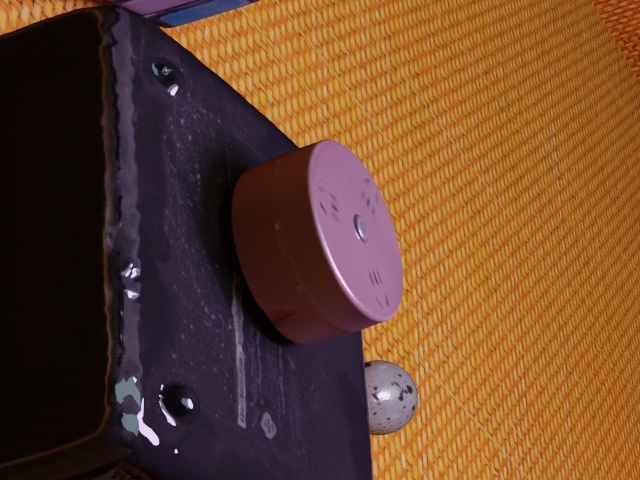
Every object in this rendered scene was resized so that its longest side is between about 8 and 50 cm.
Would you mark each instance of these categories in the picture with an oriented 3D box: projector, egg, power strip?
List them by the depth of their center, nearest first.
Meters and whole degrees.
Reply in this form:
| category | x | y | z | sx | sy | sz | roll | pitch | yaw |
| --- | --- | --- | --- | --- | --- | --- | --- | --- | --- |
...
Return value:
| category | x | y | z | sx | sy | sz | roll | pitch | yaw |
| --- | --- | --- | --- | --- | --- | --- | --- | --- | --- |
| power strip | 0.000 | 0.000 | 1.484 | 0.154 | 0.078 | 0.154 | 44 | 35 | -44 |
| projector | -0.138 | 0.071 | 1.525 | 0.405 | 0.242 | 0.395 | 40 | 41 | -52 |
| egg | 0.061 | 0.177 | 2.122 | 0.110 | 0.085 | 0.085 | -7 | 81 | -52 |

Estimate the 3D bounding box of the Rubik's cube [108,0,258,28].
| category | x | y | z | sx | sy | sz | roll | pitch | yaw |
| --- | --- | --- | --- | --- | --- | --- | --- | --- | --- |
| Rubik's cube | -0.079 | -0.426 | 1.807 | 0.363 | 0.358 | 0.362 | -25 | 98 | -83 |
